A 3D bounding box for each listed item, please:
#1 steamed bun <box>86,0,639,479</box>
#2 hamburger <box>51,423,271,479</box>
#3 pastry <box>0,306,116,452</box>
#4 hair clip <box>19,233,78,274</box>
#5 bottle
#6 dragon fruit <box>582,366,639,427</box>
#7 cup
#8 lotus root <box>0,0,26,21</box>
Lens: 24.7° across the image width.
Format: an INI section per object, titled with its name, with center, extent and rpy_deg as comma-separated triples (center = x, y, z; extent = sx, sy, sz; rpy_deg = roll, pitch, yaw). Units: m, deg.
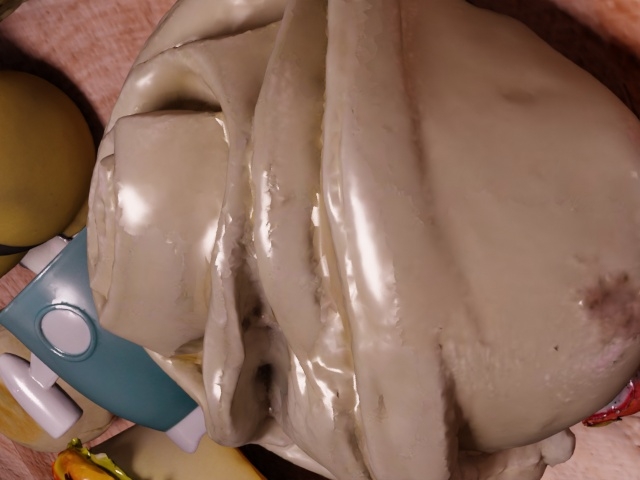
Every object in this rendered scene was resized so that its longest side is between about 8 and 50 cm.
[steamed bun]
center = -0.002, 0.007, 0.797
extent = 0.324, 0.219, 0.310
rpy_deg = 52, 146, 25
[hamburger]
center = -0.098, 0.271, 1.199
extent = 0.294, 0.179, 0.276
rpy_deg = 43, 165, 10
[pastry]
center = -0.265, 0.133, 1.379
extent = 0.156, 0.092, 0.156
rpy_deg = 27, 145, 21
[hair clip]
center = -0.194, 0.037, 1.240
extent = 0.172, 0.049, 0.116
rpy_deg = -12, 109, 56
[bottle]
center = -0.312, -0.033, 1.196
extent = 0.351, 0.171, 0.172
rpy_deg = -18, 108, 49
[dragon fruit]
center = 0.175, 0.061, 0.816
extent = 0.056, 0.060, 0.083
rpy_deg = -9, 87, 55
[cup]
center = -0.121, 0.059, 1.080
extent = 0.173, 0.167, 0.299
rpy_deg = 45, 122, -6
[lotus root]
center = -0.296, -0.273, 0.897
extent = 0.346, 0.250, 0.250
rpy_deg = 58, 146, -4
